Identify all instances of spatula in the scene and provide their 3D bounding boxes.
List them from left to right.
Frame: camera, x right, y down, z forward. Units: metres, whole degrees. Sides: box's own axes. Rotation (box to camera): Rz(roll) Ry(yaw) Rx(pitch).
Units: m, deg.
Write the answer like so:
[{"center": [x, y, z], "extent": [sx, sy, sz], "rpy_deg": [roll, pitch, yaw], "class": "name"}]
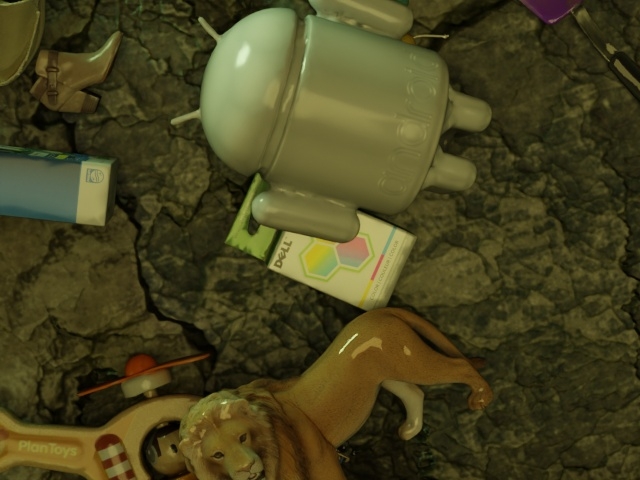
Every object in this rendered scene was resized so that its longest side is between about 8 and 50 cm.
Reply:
[{"center": [0.346, -0.241, 1.940], "extent": [0.084, 0.030, 0.296], "rpy_deg": [-44, 96, -1], "class": "spatula"}]

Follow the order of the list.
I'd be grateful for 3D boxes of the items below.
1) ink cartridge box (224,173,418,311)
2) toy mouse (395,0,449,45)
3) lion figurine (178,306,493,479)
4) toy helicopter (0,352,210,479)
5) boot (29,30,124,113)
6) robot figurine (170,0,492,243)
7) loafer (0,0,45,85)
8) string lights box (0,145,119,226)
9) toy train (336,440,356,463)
[{"center": [0.000, 0.000, 1.927], "extent": [0.209, 0.062, 0.109], "rpy_deg": [24, 94, -5], "class": "ink cartridge box"}, {"center": [0.053, -0.267, 1.920], "extent": [0.161, 0.031, 0.143], "rpy_deg": [-31, 96, 0], "class": "toy mouse"}, {"center": [0.020, 0.187, 1.865], "extent": [0.392, 0.142, 0.240], "rpy_deg": [-44, 109, -27], "class": "lion figurine"}, {"center": [-0.257, 0.236, 1.901], "extent": [0.355, 0.140, 0.235], "rpy_deg": [6, 93, -2], "class": "toy helicopter"}, {"center": [-0.295, -0.209, 1.901], "extent": [0.087, 0.042, 0.118], "rpy_deg": [22, 93, -3], "class": "boot"}, {"center": [0.013, -0.150, 1.837], "extent": [0.353, 0.200, 0.300], "rpy_deg": [14, 83, -9], "class": "robot figurine"}, {"center": [-0.364, -0.283, 1.817], "extent": [0.102, 0.092, 0.268], "rpy_deg": [24, 125, 2], "class": "loafer"}, {"center": [-0.373, -0.070, 1.863], "extent": [0.259, 0.133, 0.077], "rpy_deg": [6, 96, -4], "class": "string lights box"}, {"center": [-0.030, 0.238, 1.966], "extent": [0.158, 0.027, 0.036], "rpy_deg": [25, 97, -5], "class": "toy train"}]
